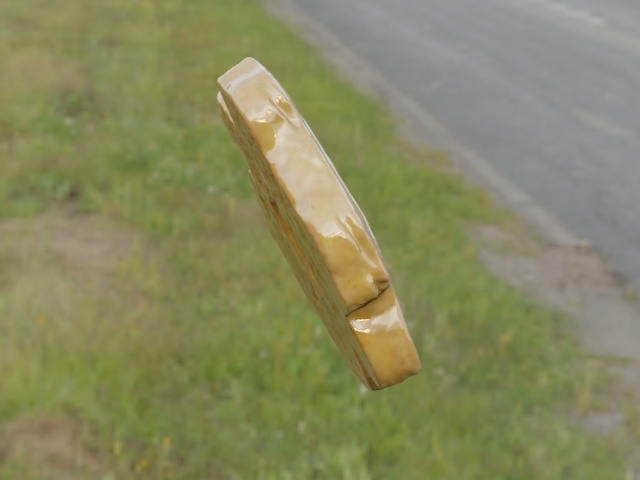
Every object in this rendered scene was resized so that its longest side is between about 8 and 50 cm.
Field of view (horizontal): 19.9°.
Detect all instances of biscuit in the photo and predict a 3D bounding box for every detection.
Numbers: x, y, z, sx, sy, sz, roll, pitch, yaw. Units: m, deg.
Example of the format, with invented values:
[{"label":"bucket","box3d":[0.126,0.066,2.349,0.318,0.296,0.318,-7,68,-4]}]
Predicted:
[{"label":"biscuit","box3d":[0.003,0.002,0.694,0.027,0.184,0.133,-30,59,-5]}]
